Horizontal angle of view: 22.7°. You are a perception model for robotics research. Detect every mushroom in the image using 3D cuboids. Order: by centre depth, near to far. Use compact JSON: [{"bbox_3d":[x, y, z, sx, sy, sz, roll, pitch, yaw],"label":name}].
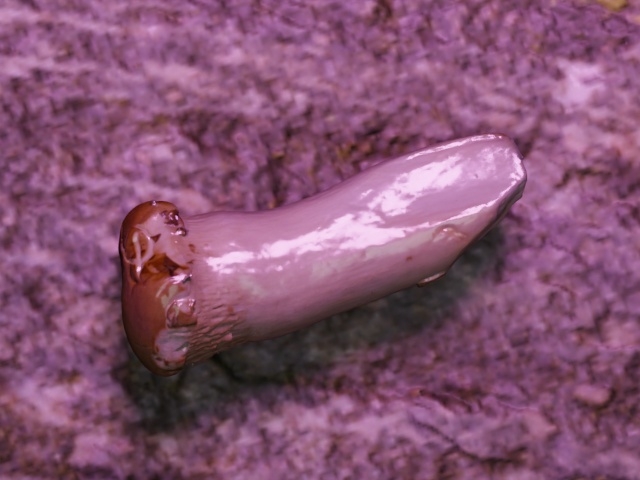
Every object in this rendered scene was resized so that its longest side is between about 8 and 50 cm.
[{"bbox_3d":[0.000,0.000,0.788,0.209,0.071,0.084,-17,61,-5],"label":"mushroom"}]
